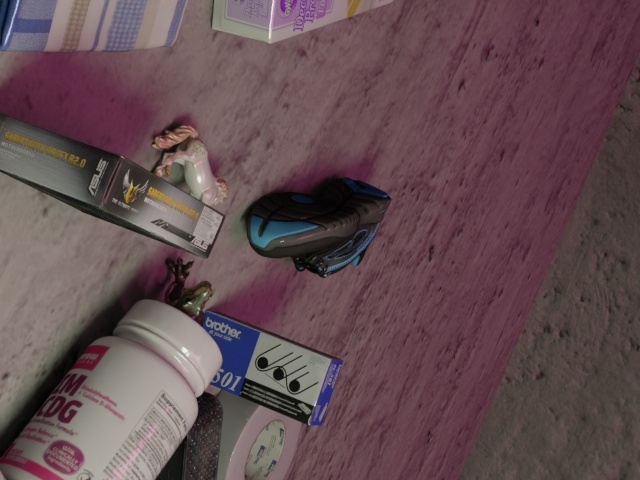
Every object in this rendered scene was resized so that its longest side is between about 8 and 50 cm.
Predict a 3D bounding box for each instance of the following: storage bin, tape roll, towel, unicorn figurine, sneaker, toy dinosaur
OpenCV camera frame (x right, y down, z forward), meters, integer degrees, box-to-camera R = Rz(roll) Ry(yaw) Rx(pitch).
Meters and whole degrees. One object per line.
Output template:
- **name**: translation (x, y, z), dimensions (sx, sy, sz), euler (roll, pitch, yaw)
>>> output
- **storage bin**: translation (-0.207, 0.282, 1.671), dimensions (0.084, 0.122, 0.180), euler (-32, 135, -53)
- **tape roll**: translation (-0.114, 0.317, 1.944), dimensions (0.219, 0.072, 0.219), euler (-42, 142, -45)
- **towel**: translation (-0.220, -0.298, 1.328), dimensions (0.285, 0.034, 0.209), euler (-17, 130, -58)
- **unicorn figurine**: translation (-0.159, -0.074, 1.589), dimensions (0.111, 0.060, 0.162), euler (-44, 145, -43)
- **sneaker**: translation (0.000, 0.000, 1.890), dimensions (0.341, 0.125, 0.140), euler (-14, 125, -58)
- **toy dinosaur**: translation (-0.177, 0.099, 1.652), dimensions (0.268, 0.064, 0.118), euler (103, -8, -57)

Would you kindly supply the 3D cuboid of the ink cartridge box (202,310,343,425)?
- **ink cartridge box**: translation (-0.080, 0.176, 1.752), dimensions (0.046, 0.207, 0.097), euler (17, 92, -65)

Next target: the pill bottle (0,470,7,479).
- **pill bottle**: translation (-0.364, 0.351, 1.368), dimensions (0.153, 0.153, 0.265), euler (-53, 149, -33)

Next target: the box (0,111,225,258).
- **box**: translation (-0.230, -0.057, 1.316), dimensions (0.056, 0.183, 0.231), euler (-67, 154, -5)

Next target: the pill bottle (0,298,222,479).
- **pill bottle**: translation (-0.247, 0.217, 1.500), dimensions (0.283, 0.160, 0.160), euler (-55, 151, -31)

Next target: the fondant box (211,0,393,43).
- **fondant box**: translation (-0.003, -0.405, 1.629), dimensions (0.330, 0.096, 0.238), euler (-30, 134, -53)
